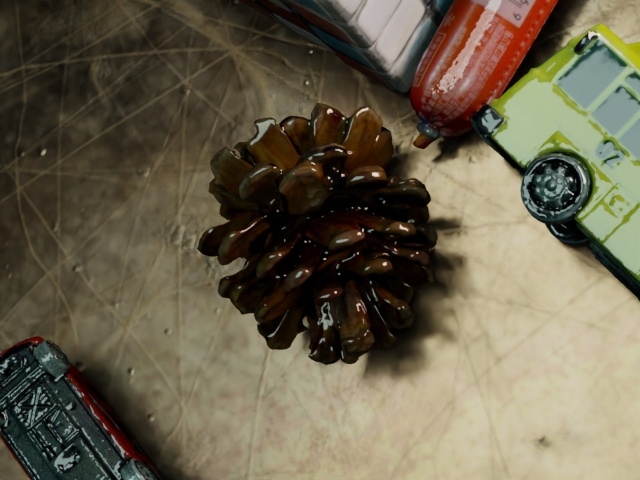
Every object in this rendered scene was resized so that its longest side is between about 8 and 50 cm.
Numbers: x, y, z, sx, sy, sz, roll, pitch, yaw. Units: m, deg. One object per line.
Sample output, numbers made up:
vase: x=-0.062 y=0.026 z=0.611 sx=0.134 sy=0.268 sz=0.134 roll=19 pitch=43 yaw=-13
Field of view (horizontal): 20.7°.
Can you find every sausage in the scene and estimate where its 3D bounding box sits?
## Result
sausage: x=0.147 y=-0.189 z=1.357 sx=0.074 sy=0.074 sz=0.274 roll=30 pitch=90 yaw=20

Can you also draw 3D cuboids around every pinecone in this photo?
pinecone: x=0.000 y=-0.001 z=1.328 sx=0.179 sy=0.150 sz=0.195 roll=-22 pitch=77 yaw=6

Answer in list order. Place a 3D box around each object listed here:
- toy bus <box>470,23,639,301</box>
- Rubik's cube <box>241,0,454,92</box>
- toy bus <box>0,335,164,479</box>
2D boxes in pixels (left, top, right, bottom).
toy bus: x=0.245 y=-0.031 z=1.268 sx=0.150 sy=0.128 sz=0.262 roll=-45 pitch=72 yaw=4
Rubik's cube: x=-0.001 y=-0.299 z=1.327 sx=0.253 sy=0.256 sz=0.259 roll=29 pitch=90 yaw=20
toy bus: x=-0.188 y=0.166 z=1.384 sx=0.081 sy=0.089 sz=0.195 roll=-42 pitch=71 yaw=5
